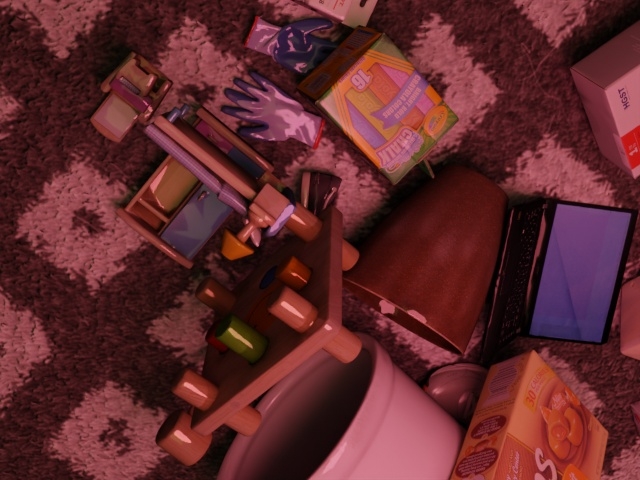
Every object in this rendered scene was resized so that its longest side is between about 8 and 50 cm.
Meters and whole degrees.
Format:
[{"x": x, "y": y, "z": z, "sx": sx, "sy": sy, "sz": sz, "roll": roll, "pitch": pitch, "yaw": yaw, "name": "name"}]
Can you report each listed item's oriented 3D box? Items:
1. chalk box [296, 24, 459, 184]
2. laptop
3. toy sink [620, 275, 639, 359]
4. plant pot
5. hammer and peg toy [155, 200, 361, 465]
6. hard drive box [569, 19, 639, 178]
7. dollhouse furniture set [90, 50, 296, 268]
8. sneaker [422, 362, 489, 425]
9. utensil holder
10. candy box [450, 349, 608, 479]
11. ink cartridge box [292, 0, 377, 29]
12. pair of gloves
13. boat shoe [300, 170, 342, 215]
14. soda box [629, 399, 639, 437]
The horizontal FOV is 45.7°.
[{"x": 0.094, "y": -0.175, "z": 1.062, "sx": 0.132, "sy": 0.132, "sz": 0.213, "roll": -46, "pitch": 114, "yaw": 4, "name": "chalk box"}, {"x": 0.365, "y": 0.063, "z": 1.150, "sx": 0.137, "sy": 0.264, "sz": 0.234, "roll": 15, "pitch": 104, "yaw": 29, "name": "laptop"}, {"x": 0.606, "y": 0.126, "z": 1.161, "sx": 0.234, "sy": 0.153, "sz": 0.131, "roll": 18, "pitch": 63, "yaw": -9, "name": "toy sink"}, {"x": 0.170, "y": 0.013, "z": 1.103, "sx": 0.215, "sy": 0.215, "sz": 0.230, "roll": 34, "pitch": 82, "yaw": -12, "name": "plant pot"}, {"x": -0.104, "y": 0.124, "z": 1.014, "sx": 0.127, "sy": 0.266, "sz": 0.361, "roll": 38, "pitch": 119, "yaw": -22, "name": "hammer and peg toy"}, {"x": 0.500, "y": -0.231, "z": 1.086, "sx": 0.232, "sy": 0.089, "sz": 0.181, "roll": -35, "pitch": 128, "yaw": 5, "name": "hard drive box"}, {"x": -0.206, "y": -0.077, "z": 0.979, "sx": 0.286, "sy": 0.303, "sz": 0.198, "roll": 39, "pitch": 96, "yaw": -13, "name": "dollhouse furniture set"}, {"x": 0.291, "y": 0.272, "z": 1.203, "sx": 0.263, "sy": 0.121, "sz": 0.099, "roll": 15, "pitch": 101, "yaw": -9, "name": "sneaker"}, {"x": 0.095, "y": 0.378, "z": 1.107, "sx": 0.385, "sy": 0.327, "sz": 0.327, "roll": 43, "pitch": 96, "yaw": -14, "name": "utensil holder"}, {"x": 0.275, "y": 0.321, "z": 1.009, "sx": 0.183, "sy": 0.316, "sz": 0.088, "roll": 46, "pitch": 134, "yaw": -10, "name": "candy box"}, {"x": 0.003, "y": -0.373, "z": 1.051, "sx": 0.180, "sy": 0.060, "sz": 0.104, "roll": 22, "pitch": 100, "yaw": -10, "name": "ink cartridge box"}, {"x": -0.047, "y": -0.233, "z": 1.101, "sx": 0.159, "sy": 0.023, "sz": 0.198, "roll": 19, "pitch": 102, "yaw": -11, "name": "pair of gloves"}, {"x": 0.000, "y": 0.000, "z": 1.135, "sx": 0.065, "sy": 0.075, "sz": 0.206, "roll": 1, "pitch": 99, "yaw": -2, "name": "boat shoe"}, {"x": 0.637, "y": 0.278, "z": 1.260, "sx": 0.216, "sy": 0.074, "sz": 0.069, "roll": -21, "pitch": 104, "yaw": 0, "name": "soda box"}]
